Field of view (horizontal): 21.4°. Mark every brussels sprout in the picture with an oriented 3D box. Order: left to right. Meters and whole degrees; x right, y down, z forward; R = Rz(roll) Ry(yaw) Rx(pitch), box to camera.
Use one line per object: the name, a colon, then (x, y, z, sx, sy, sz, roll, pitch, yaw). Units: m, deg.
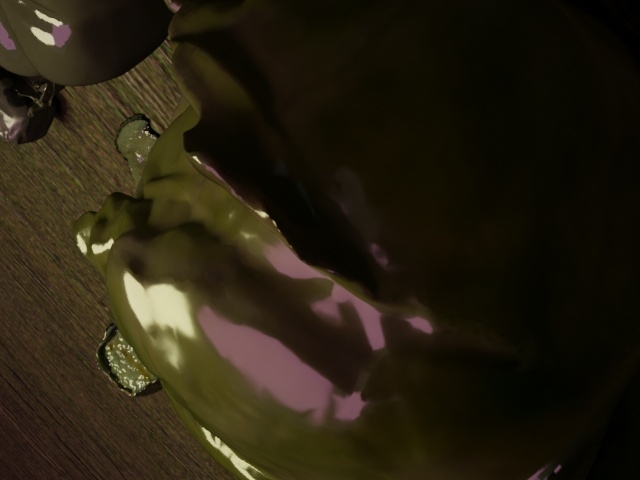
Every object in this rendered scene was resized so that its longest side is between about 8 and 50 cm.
brussels sprout: (0.070, 0.024, 1.047, 0.361, 0.342, 0.425, 42, 168, 31)

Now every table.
table: (-0.267, -0.176, 1.648, 0.062, 0.083, 0.079, 45, 157, 4)

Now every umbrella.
umbrella: (-0.424, -0.225, 1.859, 0.337, 0.067, 0.073, 40, -161, 15)

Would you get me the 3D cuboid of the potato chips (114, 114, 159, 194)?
potato chips: (-0.161, -0.048, 1.752, 0.142, 0.026, 0.209, 24, 146, 49)

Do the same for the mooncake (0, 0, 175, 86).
mooncake: (-0.241, -0.255, 1.419, 0.275, 0.135, 0.275, 37, 151, 25)

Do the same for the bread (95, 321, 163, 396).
bread: (-0.172, 0.102, 1.929, 0.103, 0.156, 0.110, 47, -169, 18)
